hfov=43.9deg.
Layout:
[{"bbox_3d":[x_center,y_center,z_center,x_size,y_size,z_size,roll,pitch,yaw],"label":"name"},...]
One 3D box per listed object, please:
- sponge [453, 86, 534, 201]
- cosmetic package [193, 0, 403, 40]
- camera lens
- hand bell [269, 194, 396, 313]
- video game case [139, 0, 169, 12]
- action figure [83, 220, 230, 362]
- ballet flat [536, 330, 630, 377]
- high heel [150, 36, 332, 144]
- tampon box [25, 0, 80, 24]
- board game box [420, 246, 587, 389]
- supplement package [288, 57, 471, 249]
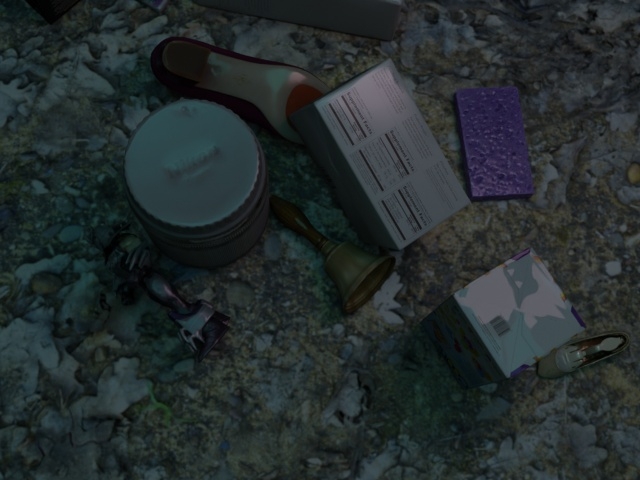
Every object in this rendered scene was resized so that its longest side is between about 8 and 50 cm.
[{"bbox_3d":[0.314,-0.177,1.447,0.117,0.031,0.210,-5,76,-4],"label":"sponge"},{"bbox_3d":[-0.027,-0.522,1.449,0.384,0.156,0.217,13,77,-1],"label":"cosmetic package"},{"bbox_3d":[-0.192,-0.081,1.272,0.219,0.274,0.220,1,77,-3],"label":"camera lens"},{"bbox_3d":[0.000,0.000,1.366,0.126,0.126,0.242,-44,70,-11],"label":"hand bell"},{"bbox_3d":[-0.319,-0.526,1.502,0.143,0.019,0.157,31,76,4],"label":"video game case"},{"bbox_3d":[-0.274,0.072,1.289,0.285,0.185,0.099,41,73,-3],"label":"action figure"},{"bbox_3d":[0.449,0.188,1.356,0.168,0.052,0.057,-20,79,-7],"label":"ballet flat"},{"bbox_3d":[-0.119,-0.271,1.431,0.377,0.181,0.127,25,92,-19],"label":"high heel"},{"bbox_3d":[-0.501,-0.489,1.410,0.120,0.161,0.101,44,78,6],"label":"tampon box"},{"bbox_3d":[0.274,0.132,1.245,0.142,0.275,0.144,-30,80,-10],"label":"board game box"},{"bbox_3d":[0.091,-0.136,1.301,0.145,0.204,0.262,-32,100,-9],"label":"supplement package"}]
